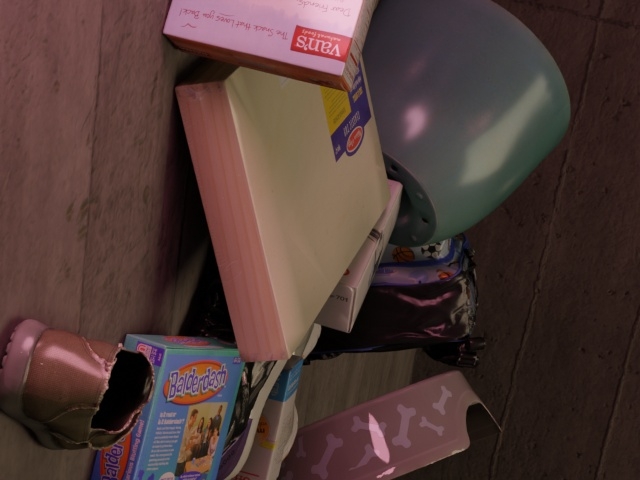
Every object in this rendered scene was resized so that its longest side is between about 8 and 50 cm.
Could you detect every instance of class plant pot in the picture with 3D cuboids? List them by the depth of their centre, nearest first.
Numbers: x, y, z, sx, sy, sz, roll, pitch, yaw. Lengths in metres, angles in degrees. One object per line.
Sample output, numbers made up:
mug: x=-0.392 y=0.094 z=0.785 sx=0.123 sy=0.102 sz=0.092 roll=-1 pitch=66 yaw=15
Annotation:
plant pot: x=0.127 y=-0.135 z=1.981 sx=0.235 sy=0.293 sz=0.293 roll=-51 pitch=159 yaw=-30

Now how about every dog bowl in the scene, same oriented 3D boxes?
dog bowl: x=0.059 y=0.269 z=2.083 sx=0.349 sy=0.348 sz=0.102 roll=27 pitch=40 yaw=-80

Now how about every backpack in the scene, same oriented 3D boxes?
backpack: x=0.092 y=0.053 z=2.166 sx=0.263 sy=0.276 sz=0.213 roll=-39 pitch=130 yaw=-78

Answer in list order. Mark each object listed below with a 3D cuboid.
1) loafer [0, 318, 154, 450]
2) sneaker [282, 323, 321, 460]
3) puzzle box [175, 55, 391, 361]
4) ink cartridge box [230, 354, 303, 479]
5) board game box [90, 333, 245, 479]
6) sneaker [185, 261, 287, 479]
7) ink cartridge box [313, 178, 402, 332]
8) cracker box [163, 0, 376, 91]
loafer: x=-0.172 y=0.123 z=1.222 sx=0.251 sy=0.087 sz=0.094 roll=51 pitch=54 yaw=-77
sneaker: x=-0.064 y=0.138 z=1.839 sx=0.121 sy=0.099 sz=0.262 roll=89 pitch=10 yaw=-49
puzzle box: x=-0.023 y=-0.089 z=1.584 sx=0.409 sy=0.052 sz=0.272 roll=-55 pitch=135 yaw=-62
ink cartridge box: x=-0.091 y=0.205 z=1.727 sx=0.061 sy=0.104 sz=0.181 roll=-40 pitch=143 yaw=-72
board game box: x=-0.145 y=0.194 z=1.477 sx=0.160 sy=0.047 sz=0.210 roll=12 pitch=93 yaw=-64
sneaker: x=-0.095 y=0.119 z=1.612 sx=0.124 sy=0.107 sz=0.283 roll=3 pitch=101 yaw=-74
ink cartridge box: x=0.000 y=0.000 z=1.838 sx=0.082 sy=0.139 sz=0.191 roll=97 pitch=13 yaw=-45
cracker box: x=-0.022 y=-0.254 z=1.322 sx=0.067 sy=0.155 sz=0.232 roll=46 pitch=59 yaw=-79
